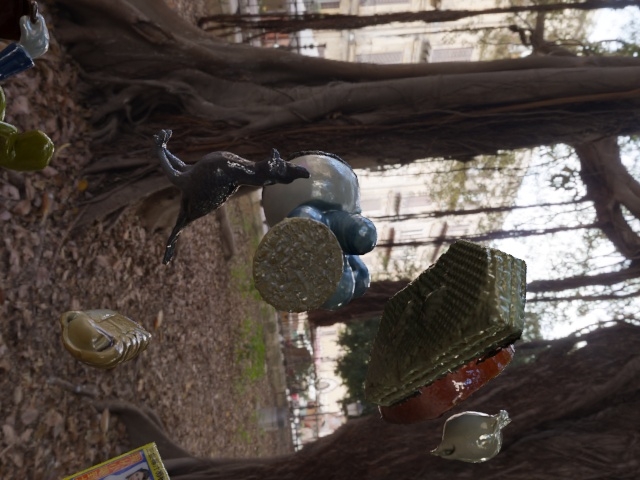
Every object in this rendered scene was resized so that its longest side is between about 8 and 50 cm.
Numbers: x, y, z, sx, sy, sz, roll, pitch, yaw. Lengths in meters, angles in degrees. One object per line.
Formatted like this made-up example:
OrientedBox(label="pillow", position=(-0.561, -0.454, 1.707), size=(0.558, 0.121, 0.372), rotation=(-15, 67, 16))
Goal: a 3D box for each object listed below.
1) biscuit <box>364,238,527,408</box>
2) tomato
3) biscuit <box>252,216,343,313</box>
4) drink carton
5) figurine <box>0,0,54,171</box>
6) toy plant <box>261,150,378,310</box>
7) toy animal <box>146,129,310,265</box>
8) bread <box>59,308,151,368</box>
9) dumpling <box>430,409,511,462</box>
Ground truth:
OrientedBox(label="biscuit", position=(0.127, 0.085, 0.512), size=(0.252, 0.052, 0.150), rotation=(-54, -170, 51))
OrientedBox(label="tomato", position=(0.246, 0.261, 1.020), size=(0.144, 0.338, 0.338), rotation=(61, -7, 7))
OrientedBox(label="biscuit", position=(-0.032, 0.039, 0.701), size=(0.020, 0.151, 0.152), rotation=(-157, -119, -67))
OrientedBox(label="drink carton", position=(-0.234, 0.272, 0.452), size=(0.071, 0.165, 0.056), rotation=(39, -50, 44))
OrientedBox(label="figurine", position=(-0.530, -0.273, 0.702), size=(0.284, 0.204, 0.338), rotation=(-53, -176, -2))
OrientedBox(label="toy plant", position=(0.000, 0.000, 0.931), size=(0.332, 0.246, 0.247), rotation=(-103, -172, -49))
OrientedBox(label="toy animal", position=(-0.221, -0.100, 0.806), size=(0.206, 0.366, 0.081), rotation=(50, 28, -23))
OrientedBox(label="bread", position=(-0.420, 0.192, 0.896), size=(0.081, 0.134, 0.225), rotation=(-56, 178, -5))
OrientedBox(label="dumpling", position=(0.359, 0.468, 1.088), size=(0.155, 0.181, 0.111), rotation=(42, 44, -45))
